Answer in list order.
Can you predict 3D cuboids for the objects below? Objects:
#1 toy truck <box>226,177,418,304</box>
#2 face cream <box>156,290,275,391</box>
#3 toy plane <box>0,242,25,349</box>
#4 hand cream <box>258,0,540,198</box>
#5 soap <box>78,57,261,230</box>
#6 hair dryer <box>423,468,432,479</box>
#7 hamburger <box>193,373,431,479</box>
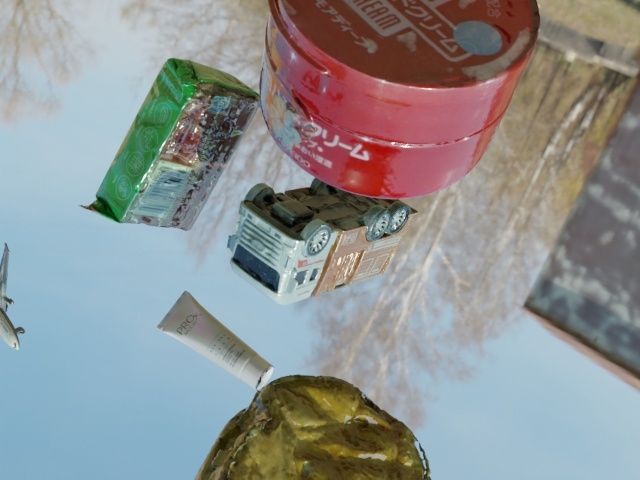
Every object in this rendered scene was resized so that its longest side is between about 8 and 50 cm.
[{"bbox_3d":[0.000,0.000,1.366,0.136,0.162,0.305,34,-152,29],"label":"toy truck"},{"bbox_3d":[-0.195,0.196,1.733,0.243,0.092,0.058,33,165,18],"label":"face cream"},{"bbox_3d":[-0.608,0.109,1.656,0.226,0.226,0.058,47,-155,8],"label":"toy plane"},{"bbox_3d":[0.061,-0.159,0.776,0.230,0.149,0.230,4,-123,-6],"label":"hand cream"},{"bbox_3d":[-0.226,-0.141,1.424,0.098,0.273,0.218,40,-161,29],"label":"soap"},{"bbox_3d":[0.169,0.424,1.390,0.070,0.128,0.255,5,-132,-52],"label":"hair dryer"},{"bbox_3d":[-0.012,0.289,0.892,0.265,0.134,0.285,37,-133,-6],"label":"hamburger"}]
